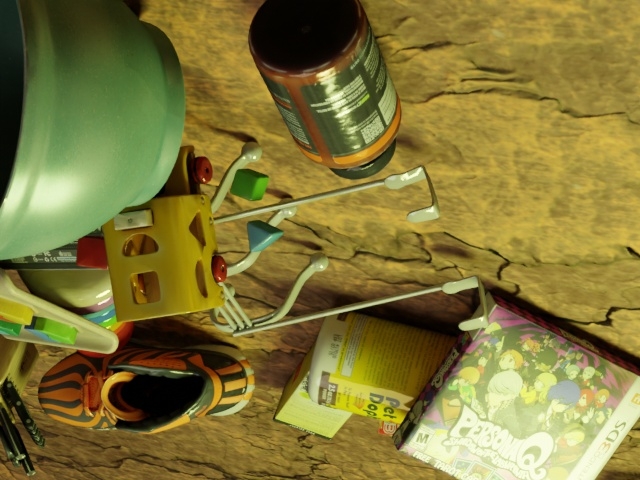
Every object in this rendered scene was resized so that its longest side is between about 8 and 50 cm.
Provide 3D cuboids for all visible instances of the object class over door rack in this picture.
[{"bbox_3d":[0.000,0.000,1.834,0.324,0.108,0.239,-3,148,20],"label":"over door rack"}]

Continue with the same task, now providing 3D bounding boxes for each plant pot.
[{"bbox_3d":[-0.246,-0.122,1.586,0.196,0.293,0.293,2,166,-36],"label":"plant pot"}]

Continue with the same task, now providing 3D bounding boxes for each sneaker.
[{"bbox_3d":[-0.261,0.187,2.266,0.321,0.124,0.180,-10,178,26],"label":"sneaker"}]

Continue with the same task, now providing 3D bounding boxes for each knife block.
[{"bbox_3d":[-0.497,0.220,2.387,0.276,0.242,0.088,17,154,13],"label":"knife block"}]

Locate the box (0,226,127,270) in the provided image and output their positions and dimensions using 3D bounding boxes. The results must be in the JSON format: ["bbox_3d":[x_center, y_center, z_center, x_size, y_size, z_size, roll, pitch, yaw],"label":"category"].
[{"bbox_3d":[-0.339,-0.071,1.853,0.270,0.060,0.216,-1,123,32],"label":"box"}]

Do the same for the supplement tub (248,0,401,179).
[{"bbox_3d":[0.011,-0.133,1.553,0.106,0.106,0.198,7,152,21],"label":"supplement tub"}]

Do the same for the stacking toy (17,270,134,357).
[{"bbox_3d":[-0.282,0.061,2.103,0.141,0.141,0.330,16,159,3],"label":"stacking toy"}]

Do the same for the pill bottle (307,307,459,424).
[{"bbox_3d":[0.100,0.158,2.058,0.215,0.117,0.117,13,154,8],"label":"pill bottle"}]

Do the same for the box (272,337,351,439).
[{"bbox_3d":[0.008,0.187,2.241,0.087,0.058,0.232,20,155,-4],"label":"box"}]

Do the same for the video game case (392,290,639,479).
[{"bbox_3d":[0.232,0.194,1.986,0.232,0.210,0.042,27,-163,-18],"label":"video game case"}]

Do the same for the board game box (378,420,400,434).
[{"bbox_3d":[0.191,0.228,2.168,0.193,0.045,0.147,2,173,30],"label":"board game box"}]

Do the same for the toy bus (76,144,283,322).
[{"bbox_3d":[-0.161,-0.016,1.705,0.202,0.191,0.104,37,-166,15],"label":"toy bus"}]

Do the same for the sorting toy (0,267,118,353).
[{"bbox_3d":[-0.356,0.079,1.956,0.193,0.038,0.208,5,160,35],"label":"sorting toy"}]
